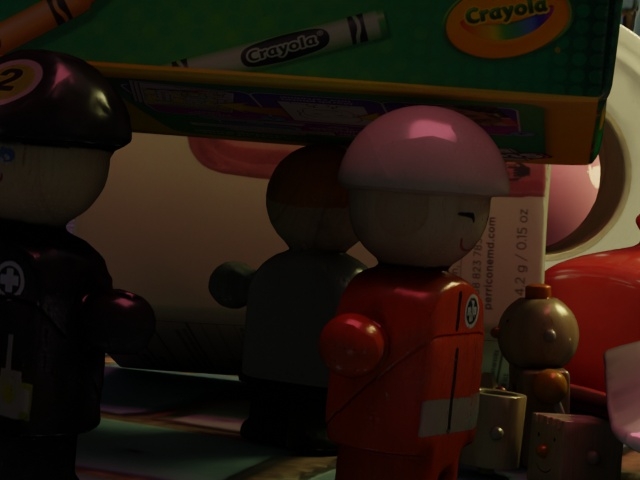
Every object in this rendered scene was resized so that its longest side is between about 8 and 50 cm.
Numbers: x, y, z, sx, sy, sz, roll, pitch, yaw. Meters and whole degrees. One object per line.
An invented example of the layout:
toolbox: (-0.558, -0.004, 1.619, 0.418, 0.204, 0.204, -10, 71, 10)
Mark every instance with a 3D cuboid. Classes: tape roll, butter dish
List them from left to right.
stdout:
tape roll: (0.183, -0.059, 1.353, 0.286, 0.286, 0.100, 5, 3, -3)
butter dish: (0.193, 0.041, 0.893, 0.160, 0.118, 0.160, 4, 3, -35)

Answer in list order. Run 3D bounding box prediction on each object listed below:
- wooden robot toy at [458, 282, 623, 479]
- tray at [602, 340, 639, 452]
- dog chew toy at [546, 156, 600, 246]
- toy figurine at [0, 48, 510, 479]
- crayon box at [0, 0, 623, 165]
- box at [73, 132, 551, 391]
wooden robot toy: (0.084, 0.057, 0.677, 0.076, 0.079, 0.173, 5, 2, -3)
tray: (0.173, 0.073, 0.554, 0.145, 0.030, 0.270, 27, 5, 8)
dog chew toy: (0.155, -0.017, 1.536, 0.331, 0.207, 0.206, -4, 4, -12)
toy figurine: (-0.048, 0.013, 0.591, 0.213, 0.148, 0.209, 4, 2, -12)
crayon box: (-0.020, -0.089, 0.637, 0.278, 0.081, 0.165, 5, -4, 9)
box: (0.000, 0.000, 0.817, 0.232, 0.127, 0.148, 4, -16, 5)
